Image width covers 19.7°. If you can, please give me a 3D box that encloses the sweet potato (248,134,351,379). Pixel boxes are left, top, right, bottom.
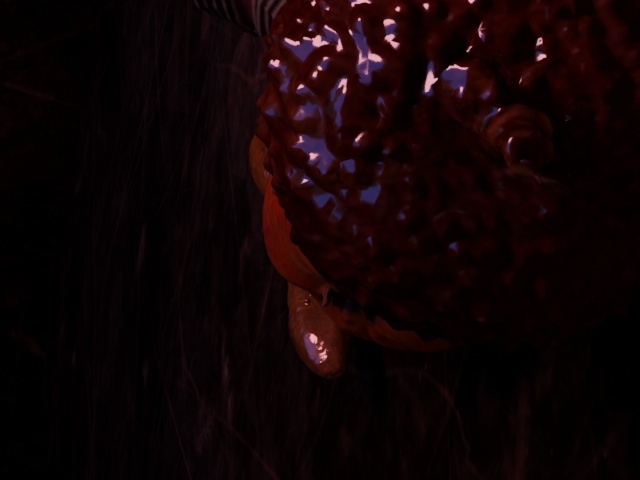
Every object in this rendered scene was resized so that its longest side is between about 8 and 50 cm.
[{"bbox_3d":[0.002,0.001,1.640,0.097,0.097,0.292,113,150,-49],"label":"sweet potato"}]

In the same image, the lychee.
[{"bbox_3d":[0.095,-0.068,1.005,0.300,0.264,0.264,-115,31,-82],"label":"lychee"}]

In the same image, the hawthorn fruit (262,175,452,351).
[{"bbox_3d":[0.069,-0.041,1.298,0.225,0.196,0.196,-63,10,-16],"label":"hawthorn fruit"}]

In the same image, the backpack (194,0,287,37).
[{"bbox_3d":[-0.030,-0.260,1.510,0.317,0.283,0.197,96,-162,-63],"label":"backpack"}]
